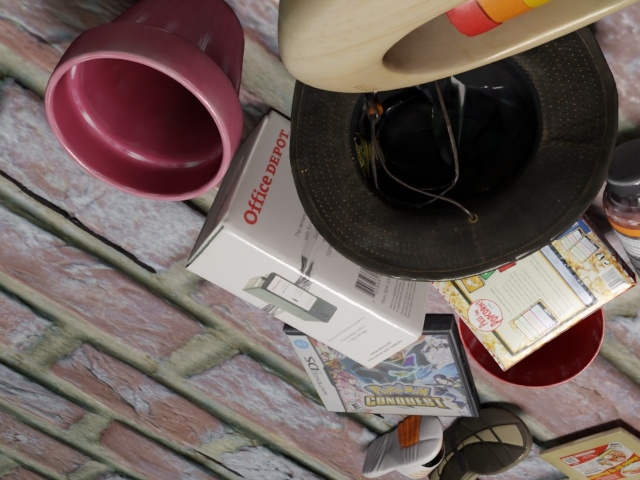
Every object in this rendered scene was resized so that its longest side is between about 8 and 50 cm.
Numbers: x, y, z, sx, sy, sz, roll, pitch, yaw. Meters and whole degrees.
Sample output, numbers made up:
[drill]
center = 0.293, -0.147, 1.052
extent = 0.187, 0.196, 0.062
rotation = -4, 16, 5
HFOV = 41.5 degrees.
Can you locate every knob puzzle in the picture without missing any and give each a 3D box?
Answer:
[knob puzzle]
center = 0.505, 0.379, 1.445
extent = 0.213, 0.030, 0.213
rotation = 10, 140, 8

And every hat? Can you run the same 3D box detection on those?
[hat]
center = 0.138, -0.110, 0.892
extent = 0.331, 0.331, 0.134
rotation = 5, 179, 14

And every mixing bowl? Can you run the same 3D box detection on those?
[mixing bowl]
center = 0.277, 0.090, 1.107
extent = 0.182, 0.098, 0.181
rotation = 5, 107, 17

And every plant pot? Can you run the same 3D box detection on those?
[plant pot]
center = -0.167, -0.173, 0.910
extent = 0.201, 0.180, 0.201
rotation = 10, 140, 8

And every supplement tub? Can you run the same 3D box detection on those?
[supplement tub]
center = 0.386, -0.024, 0.952
extent = 0.106, 0.106, 0.198
rotation = -14, 132, 32

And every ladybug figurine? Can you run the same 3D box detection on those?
[ladybug figurine]
center = 0.157, -0.258, 0.658
extent = 0.449, 0.161, 0.305
rotation = -19, 173, 27

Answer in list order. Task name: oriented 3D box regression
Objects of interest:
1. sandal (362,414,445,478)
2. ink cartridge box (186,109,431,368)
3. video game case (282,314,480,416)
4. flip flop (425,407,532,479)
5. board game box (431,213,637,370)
[sandal]
center = 0.165, 0.380, 1.521
extent = 0.076, 0.102, 0.265
rotation = 26, 149, -13
[ink cartridge box]
center = 0.000, 0.000, 1.041
extent = 0.273, 0.198, 0.115
rotation = 31, 140, -16
[video game case]
center = 0.104, 0.208, 1.380
extent = 0.275, 0.035, 0.248
rotation = -2, 137, 21
[flip flop]
center = 0.279, 0.370, 1.469
extent = 0.080, 0.112, 0.277
rotation = 0, 147, -27
[board game box]
center = 0.255, 0.046, 1.023
extent = 0.193, 0.045, 0.146
rotation = -39, 91, 23
